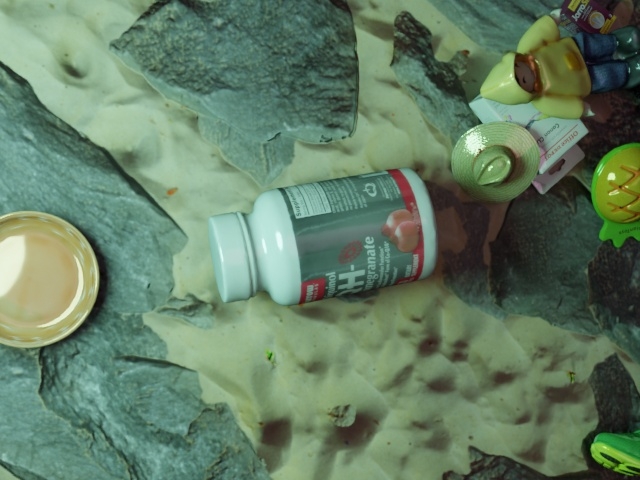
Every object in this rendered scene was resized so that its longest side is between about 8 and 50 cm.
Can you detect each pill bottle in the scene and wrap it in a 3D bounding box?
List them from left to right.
[{"bbox_3d":[0.000,0.000,1.407,0.318,0.176,0.176,-10,92,-12],"label":"pill bottle"}]

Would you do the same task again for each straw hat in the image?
[{"bbox_3d":[0.273,-0.117,1.489,0.144,0.061,0.144,5,112,13],"label":"straw hat"}]

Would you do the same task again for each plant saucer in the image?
[{"bbox_3d":[-0.426,0.056,1.384,0.200,0.037,0.200,0,91,-13],"label":"plant saucer"}]

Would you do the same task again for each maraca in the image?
[{"bbox_3d":[0.509,-0.075,1.563,0.127,0.099,0.186,-14,118,-4],"label":"maraca"}]

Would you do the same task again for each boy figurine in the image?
[{"bbox_3d":[0.372,-0.274,1.469,0.285,0.092,0.177,-12,88,-26],"label":"boy figurine"}]

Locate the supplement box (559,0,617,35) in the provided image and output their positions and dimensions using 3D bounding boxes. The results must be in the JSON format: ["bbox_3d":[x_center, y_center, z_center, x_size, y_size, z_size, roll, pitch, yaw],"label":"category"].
[{"bbox_3d":[0.441,-0.371,1.572,0.083,0.043,0.055,32,85,-10],"label":"supplement box"}]

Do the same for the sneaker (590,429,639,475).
[{"bbox_3d":[0.583,0.334,1.581,0.295,0.109,0.123,3,75,-16],"label":"sneaker"}]

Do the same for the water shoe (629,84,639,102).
[{"bbox_3d":[0.568,-0.241,1.585,0.203,0.073,0.080,19,88,-11],"label":"water shoe"}]

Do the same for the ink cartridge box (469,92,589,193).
[{"bbox_3d":[0.352,-0.185,1.539,0.115,0.067,0.198,-41,98,-11],"label":"ink cartridge box"}]
